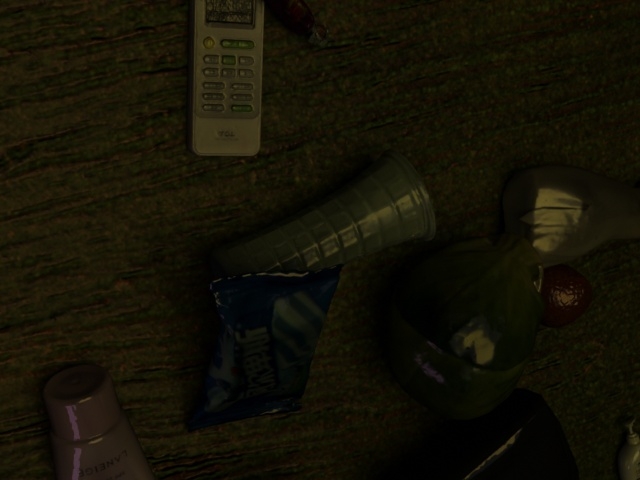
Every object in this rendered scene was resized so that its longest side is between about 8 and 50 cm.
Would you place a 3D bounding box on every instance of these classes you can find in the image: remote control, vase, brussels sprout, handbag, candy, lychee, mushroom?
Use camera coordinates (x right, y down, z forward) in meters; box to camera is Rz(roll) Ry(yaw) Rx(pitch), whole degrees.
[{"bbox_3d":[-0.128,-0.239,1.579,0.103,0.034,0.250,0,97,-25],"label":"remote control"},{"bbox_3d":[0.000,0.000,1.624,0.298,0.143,0.143,-27,108,-15],"label":"vase"},{"bbox_3d":[0.212,0.114,1.687,0.219,0.210,0.271,35,76,20],"label":"brussels sprout"},{"bbox_3d":[0.221,0.360,1.755,0.302,0.178,0.275,-38,126,-14],"label":"handbag"},{"bbox_3d":[-0.081,0.148,1.562,0.187,0.077,0.331,-8,142,-23],"label":"candy"},{"bbox_3d":[0.352,0.082,1.821,0.114,0.140,0.101,24,81,-64],"label":"lychee"},{"bbox_3d":[-0.045,-0.320,1.586,0.175,0.043,0.045,43,61,-44],"label":"candy"},{"bbox_3d":[0.429,-0.038,1.830,0.328,0.122,0.159,-1,109,-27],"label":"mushroom"}]

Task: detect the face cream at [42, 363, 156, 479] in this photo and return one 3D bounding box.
[{"bbox_3d":[-0.296,0.301,1.561,0.154,0.096,0.274,-23,120,-24],"label":"face cream"}]

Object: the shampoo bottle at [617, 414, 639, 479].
[{"bbox_3d":[0.535,0.369,1.973,0.077,0.045,0.152,-25,109,-18],"label":"shampoo bottle"}]
